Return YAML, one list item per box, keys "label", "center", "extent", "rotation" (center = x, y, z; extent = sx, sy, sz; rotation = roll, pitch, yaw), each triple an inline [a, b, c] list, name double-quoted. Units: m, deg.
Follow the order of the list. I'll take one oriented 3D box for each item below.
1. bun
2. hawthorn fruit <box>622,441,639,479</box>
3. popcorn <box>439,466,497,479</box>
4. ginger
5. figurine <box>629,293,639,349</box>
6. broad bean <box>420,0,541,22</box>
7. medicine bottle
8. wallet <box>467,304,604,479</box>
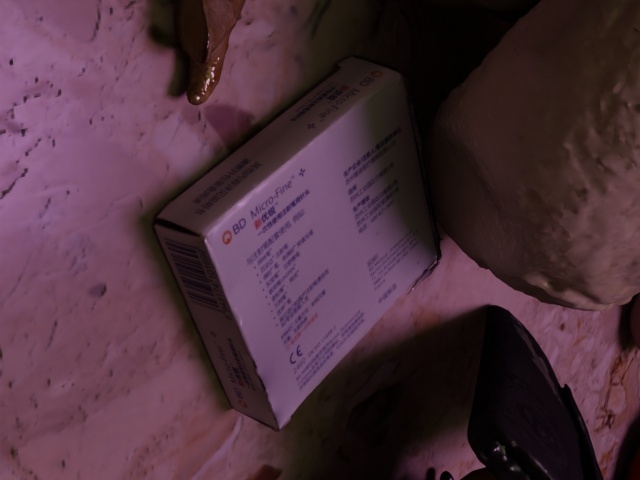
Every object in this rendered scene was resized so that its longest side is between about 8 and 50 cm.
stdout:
- label: "bun"
  center: [0.249, -0.090, 0.625]
  extent: [0.352, 0.227, 0.349]
  rotation: [-43, 174, 12]
- label: "hawthorn fruit"
  center: [0.576, 0.343, 1.239]
  extent: [0.254, 0.254, 0.300]
  rotation: [-9, 121, -49]
- label: "popcorn"
  center: [0.114, 0.312, 0.670]
  extent: [0.316, 0.281, 0.297]
  rotation: [-18, 134, -33]
- label: "ginger"
  center: [-0.063, -0.124, 0.478]
  extent: [0.048, 0.030, 0.097]
  rotation: [20, 89, -80]
- label: "figurine"
  center: [0.469, 0.106, 1.137]
  extent: [0.138, 0.125, 0.125]
  rotation: [-6, 108, -66]
- label: "broad bean"
  center: [0.135, -0.252, 0.627]
  extent: [0.263, 0.121, 0.189]
  rotation: [-42, 128, -54]
- label: "medicine bottle"
  center: [0.000, 0.000, 0.579]
  extent: [0.201, 0.052, 0.171]
  rotation: [-44, 133, -32]
- label: "wallet"
  center: [0.185, 0.154, 0.696]
  extent: [0.170, 0.044, 0.321]
  rotation: [54, 16, 0]
